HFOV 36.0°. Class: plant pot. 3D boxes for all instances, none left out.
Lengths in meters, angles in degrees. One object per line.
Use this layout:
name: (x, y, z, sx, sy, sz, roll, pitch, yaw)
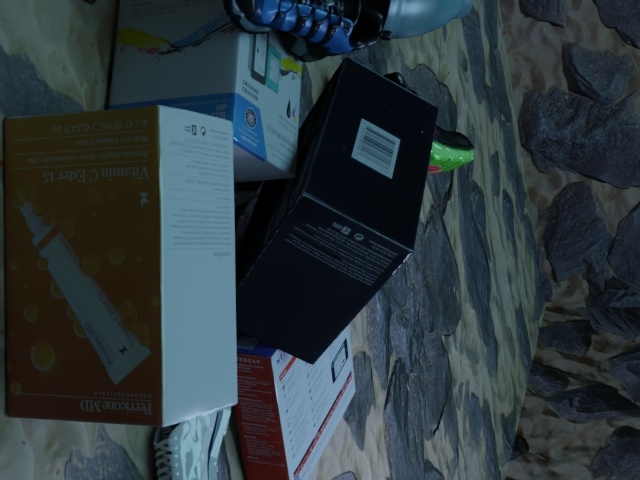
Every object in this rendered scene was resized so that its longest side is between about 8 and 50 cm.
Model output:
plant pot: (0.221, -0.567, 2.090, 0.293, 0.196, 0.293, -177, -90, -81)

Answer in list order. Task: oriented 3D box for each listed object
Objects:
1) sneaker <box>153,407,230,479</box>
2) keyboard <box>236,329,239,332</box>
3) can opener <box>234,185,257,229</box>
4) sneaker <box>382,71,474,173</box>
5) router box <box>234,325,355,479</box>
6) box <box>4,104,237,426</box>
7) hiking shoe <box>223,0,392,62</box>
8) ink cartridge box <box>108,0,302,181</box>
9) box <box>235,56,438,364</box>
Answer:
sneaker: (-0.199, 0.314, 1.390, 0.095, 0.090, 0.235, 34, 54, -47)
keyboard: (-0.154, 0.152, 1.538, 0.192, 0.038, 0.100, 50, 44, -57)
can opener: (-0.177, -0.029, 1.446, 0.280, 0.074, 0.093, -26, 114, -64)
sneaker: (0.188, -0.254, 2.113, 0.483, 0.185, 0.202, 11, 73, -56)
router box: (-0.039, 0.230, 1.707, 0.335, 0.082, 0.301, -52, 141, -55)
box: (-0.230, 0.029, 1.146, 0.168, 0.215, 0.345, 1, 88, -66)
hiking shoe: (-0.018, -0.312, 1.256, 0.304, 0.132, 0.113, 5, 83, -66)
ink cartridge box: (-0.152, -0.234, 1.357, 0.198, 0.197, 0.270, 27, 64, -64)
box: (0.014, -0.046, 1.522, 0.312, 0.179, 0.343, -51, -164, 43)
